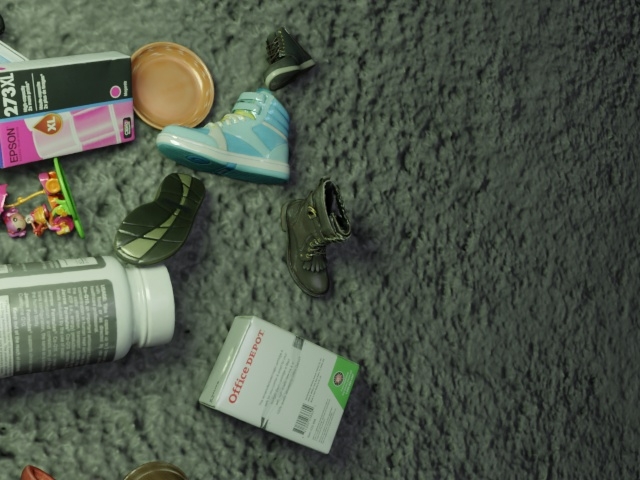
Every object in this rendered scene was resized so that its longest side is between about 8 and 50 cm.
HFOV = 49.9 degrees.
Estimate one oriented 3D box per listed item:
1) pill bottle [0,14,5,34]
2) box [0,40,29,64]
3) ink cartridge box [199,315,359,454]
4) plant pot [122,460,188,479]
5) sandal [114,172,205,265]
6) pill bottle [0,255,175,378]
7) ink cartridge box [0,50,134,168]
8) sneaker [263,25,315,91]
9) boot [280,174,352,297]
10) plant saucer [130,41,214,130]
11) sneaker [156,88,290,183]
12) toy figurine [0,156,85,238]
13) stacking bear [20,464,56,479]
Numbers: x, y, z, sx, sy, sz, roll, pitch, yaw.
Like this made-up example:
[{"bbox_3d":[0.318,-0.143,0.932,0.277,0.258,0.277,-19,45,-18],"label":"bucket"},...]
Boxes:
[{"bbox_3d":[-0.710,-0.381,1.267,0.219,0.123,0.123,-46,105,-23],"label":"pill bottle"},{"bbox_3d":[-0.671,-0.248,1.216,0.290,0.087,0.169,-60,146,-5],"label":"box"},{"bbox_3d":[-0.088,0.314,1.514,0.289,0.121,0.211,29,72,-22],"label":"ink cartridge box"},{"bbox_3d":[-0.311,0.535,1.352,0.167,0.165,0.167,3,83,-26],"label":"plant pot"},{"bbox_3d":[-0.317,-0.034,1.404,0.120,0.086,0.303,29,35,-3],"label":"sandal"},{"bbox_3d":[-0.471,0.136,1.289,0.361,0.204,0.204,-5,87,-27],"label":"pill bottle"},{"bbox_3d":[-0.521,-0.245,1.288,0.371,0.069,0.176,-22,127,-42],"label":"ink cartridge box"},{"bbox_3d":[-0.100,-0.419,1.580,0.118,0.083,0.222,52,27,-5],"label":"sneaker"},{"bbox_3d":[0.000,0.000,1.533,0.091,0.229,0.263,-19,93,-28],"label":"boot"},{"bbox_3d":[-0.333,-0.333,1.505,0.200,0.037,0.200,4,82,-28],"label":"plant saucer"},{"bbox_3d":[-0.203,-0.253,1.515,0.319,0.127,0.208,12,80,-37],"label":"sneaker"},{"bbox_3d":[-0.563,-0.059,1.335,0.159,0.130,0.173,-18,118,-14],"label":"toy figurine"},{"bbox_3d":[-0.546,0.587,1.236,0.175,0.164,0.289,40,73,-18],"label":"stacking bear"}]
